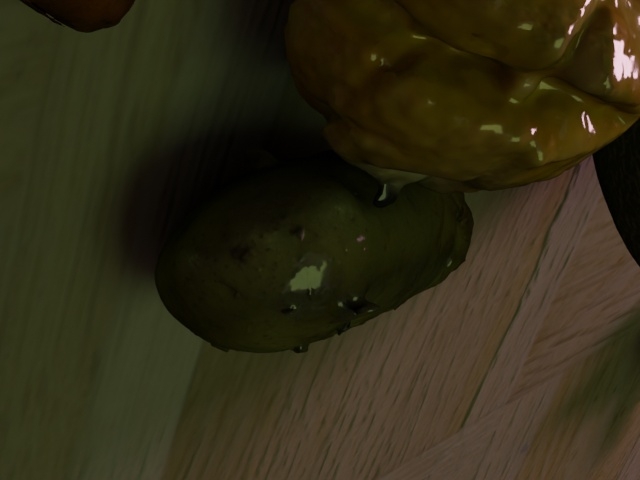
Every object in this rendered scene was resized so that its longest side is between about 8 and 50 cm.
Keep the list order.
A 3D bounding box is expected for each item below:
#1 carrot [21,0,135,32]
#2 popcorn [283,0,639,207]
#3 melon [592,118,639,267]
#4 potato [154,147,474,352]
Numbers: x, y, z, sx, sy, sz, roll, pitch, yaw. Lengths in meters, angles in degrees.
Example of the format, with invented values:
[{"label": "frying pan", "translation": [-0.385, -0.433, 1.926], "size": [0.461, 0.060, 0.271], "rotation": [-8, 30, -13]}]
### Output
[{"label": "carrot", "translation": [-0.095, -0.105, 0.524], "size": [0.055, 0.055, 0.161], "rotation": [-49, 161, -4]}, {"label": "popcorn", "translation": [0.060, -0.082, 0.699], "size": [0.167, 0.148, 0.152], "rotation": [8, 96, -72]}, {"label": "melon", "translation": [0.255, -0.073, 0.914], "size": [0.237, 0.237, 0.301], "rotation": [-42, 149, -18]}, {"label": "potato", "translation": [0.000, 0.000, 0.770], "size": [0.188, 0.105, 0.085], "rotation": [-12, 92, -55]}]
